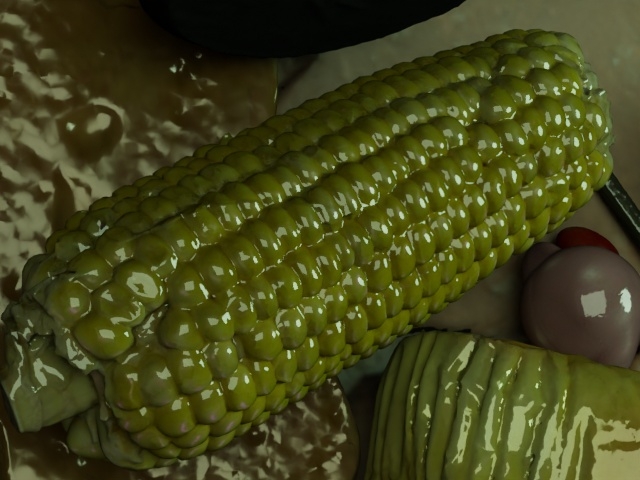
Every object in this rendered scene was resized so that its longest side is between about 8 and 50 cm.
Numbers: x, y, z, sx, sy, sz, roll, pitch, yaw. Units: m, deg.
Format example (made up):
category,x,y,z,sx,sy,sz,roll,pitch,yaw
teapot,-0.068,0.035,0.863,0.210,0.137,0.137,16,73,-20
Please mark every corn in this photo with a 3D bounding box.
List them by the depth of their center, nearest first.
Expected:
category,x,y,z,sx,sy,sz,roll,pitch,yaw
corn,0.000,0.000,0.894,0.347,0.130,0.130,-27,85,-27

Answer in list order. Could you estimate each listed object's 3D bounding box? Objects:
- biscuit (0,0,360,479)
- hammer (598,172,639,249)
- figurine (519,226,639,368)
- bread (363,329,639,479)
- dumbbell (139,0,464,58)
category,x,y,z,sx,sy,sz,roll,pitch,yaw
biscuit,-0.107,-0.009,0.958,0.275,0.052,0.355,-17,81,-21
hammer,0.214,0.051,1.030,0.029,0.058,0.292,-31,82,-23
figurine,0.138,0.034,1.001,0.083,0.067,0.071,44,51,15
bread,0.145,0.130,0.924,0.250,0.179,0.133,15,83,-13
dumbbell,-0.023,-0.273,0.934,0.203,0.204,0.322,-9,71,-15
